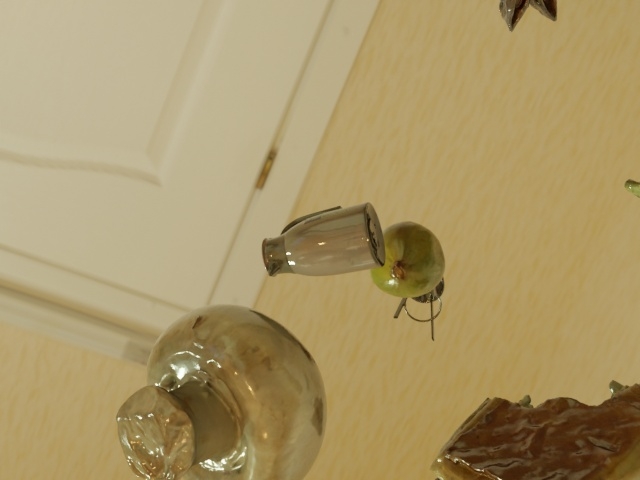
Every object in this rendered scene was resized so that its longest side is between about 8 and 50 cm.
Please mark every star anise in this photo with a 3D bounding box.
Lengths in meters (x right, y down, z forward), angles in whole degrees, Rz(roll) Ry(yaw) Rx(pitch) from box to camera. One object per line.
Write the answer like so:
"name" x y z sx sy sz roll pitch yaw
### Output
"star anise" 0.347 -0.453 1.521 0.262 0.230 0.081 5 -172 -25

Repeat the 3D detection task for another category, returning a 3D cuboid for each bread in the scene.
"bread" 0.411 0.367 1.542 0.370 0.192 0.314 -33 -154 -24

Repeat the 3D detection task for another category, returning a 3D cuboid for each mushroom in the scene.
"mushroom" -0.151 0.245 1.304 0.297 0.298 0.290 30 -148 30

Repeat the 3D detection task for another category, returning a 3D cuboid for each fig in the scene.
"fig" 0.153 0.037 1.647 0.120 0.136 0.153 20 -168 -31

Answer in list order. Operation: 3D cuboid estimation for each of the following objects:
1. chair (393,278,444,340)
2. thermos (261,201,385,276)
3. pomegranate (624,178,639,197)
"chair" 0.228 0.130 2.042 0.095 0.104 0.221 60 -162 -18
"thermos" 0.000 0.000 1.503 0.193 0.105 0.137 -13 -141 17
"pomegranate" 0.515 -0.045 1.051 0.286 0.231 0.231 34 -165 35
